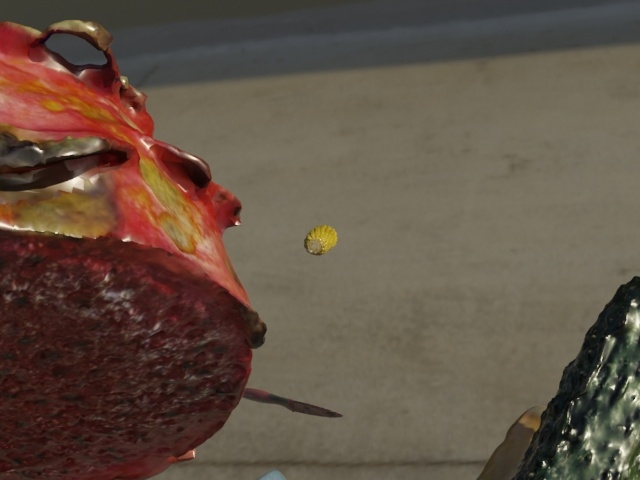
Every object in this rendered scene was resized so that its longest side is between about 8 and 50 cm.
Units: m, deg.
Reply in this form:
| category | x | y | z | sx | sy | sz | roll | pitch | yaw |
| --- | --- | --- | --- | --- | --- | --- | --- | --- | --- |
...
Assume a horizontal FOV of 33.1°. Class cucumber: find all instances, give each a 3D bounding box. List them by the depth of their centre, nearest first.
| category | x | y | z | sx | sy | sz | roll | pitch | yaw |
| --- | --- | --- | --- | --- | --- | --- | --- | --- | --- |
| cucumber | 0.190 | 0.162 | 0.780 | 0.096 | 0.096 | 0.359 | 13 | 66 | 39 |

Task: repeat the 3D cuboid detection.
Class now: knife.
| category | x | y | z | sx | sy | sz | roll | pitch | yaw |
| --- | --- | --- | --- | --- | --- | --- | --- | --- | --- |
| knife | -0.058 | 0.286 | 1.881 | 0.247 | 0.035 | 0.018 | 8 | 50 | 38 |

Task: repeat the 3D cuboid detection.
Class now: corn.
| category | x | y | z | sx | sy | sz | roll | pitch | yaw |
| --- | --- | --- | --- | --- | --- | --- | --- | --- | --- |
| corn | 0.000 | 0.000 | 1.391 | 0.037 | 0.037 | 0.092 | -5 | 8 | 10 |

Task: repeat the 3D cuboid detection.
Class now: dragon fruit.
| category | x | y | z | sx | sy | sz | roll | pitch | yaw |
| --- | --- | --- | --- | --- | --- | --- | --- | --- | --- |
| dragon fruit | -0.223 | 0.016 | 0.694 | 0.371 | 0.386 | 0.249 | -21 | 56 | 18 |

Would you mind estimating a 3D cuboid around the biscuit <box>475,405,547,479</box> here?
| category | x | y | z | sx | sy | sz | roll | pitch | yaw |
| --- | --- | --- | --- | --- | --- | --- | --- | --- | --- |
| biscuit | 0.165 | 0.310 | 0.905 | 0.062 | 0.237 | 0.290 | 3 | 40 | 49 |

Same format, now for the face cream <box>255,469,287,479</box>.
| category | x | y | z | sx | sy | sz | roll | pitch | yaw |
| --- | --- | --- | --- | --- | --- | --- | --- | --- | --- |
| face cream | 0.037 | 0.447 | 1.304 | 0.385 | 0.135 | 0.086 | 49 | 28 | 20 |
